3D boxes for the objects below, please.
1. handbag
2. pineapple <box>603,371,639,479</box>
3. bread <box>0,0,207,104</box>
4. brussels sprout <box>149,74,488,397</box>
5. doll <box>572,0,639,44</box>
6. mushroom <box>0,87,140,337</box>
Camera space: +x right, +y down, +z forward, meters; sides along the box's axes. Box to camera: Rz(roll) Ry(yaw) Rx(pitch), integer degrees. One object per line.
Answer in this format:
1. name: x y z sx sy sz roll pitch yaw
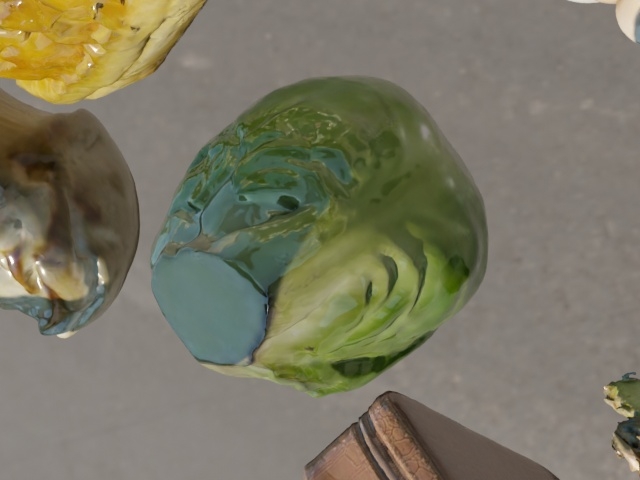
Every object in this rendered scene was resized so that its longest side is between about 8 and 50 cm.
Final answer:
1. handbag: 0.089 0.165 0.945 0.072 0.193 0.151 -43 47 11
2. pineapple: 0.268 0.176 1.280 0.164 0.250 0.140 8 131 31
3. bread: -0.102 -0.163 0.721 0.236 0.120 0.198 -45 57 59
4. brussels sprout: 0.000 0.000 1.273 0.244 0.244 0.244 25 121 51
5. doll: 0.236 -0.219 1.127 0.154 0.278 0.119 46 147 20
6. mushroom: -0.232 -0.118 0.843 0.397 0.177 0.126 60 156 3
